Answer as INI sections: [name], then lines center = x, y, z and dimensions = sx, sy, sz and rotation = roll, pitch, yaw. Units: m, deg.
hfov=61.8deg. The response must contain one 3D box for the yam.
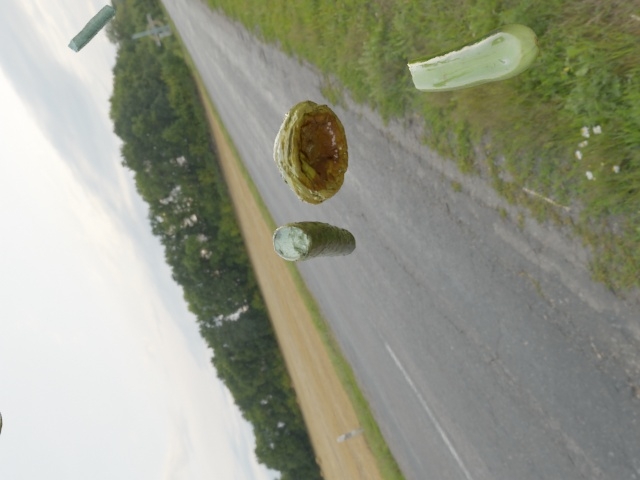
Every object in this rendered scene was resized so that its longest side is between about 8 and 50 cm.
[yam]
center = 0.000, 0.000, 1.106
dimensions = 0.083, 0.083, 0.371
rotation = 70, -164, 5

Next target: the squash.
[squash]
center = 0.252, -0.301, 0.910
dimensions = 0.250, 0.083, 0.083
rotation = 2, 114, 53

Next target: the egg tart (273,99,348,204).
[egg tart]
center = -0.044, -0.290, 1.772
dimensions = 0.150, 0.352, 0.351
rotation = 7, 123, 38

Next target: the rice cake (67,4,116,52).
[rice cake]
center = -0.599, -0.557, 1.404
dimensions = 0.033, 0.170, 0.029
rotation = 34, 157, -11

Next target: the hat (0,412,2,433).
[hat]
center = -0.989, 0.516, 1.466
dimensions = 0.173, 0.144, 0.166
rotation = 17, -108, -53
